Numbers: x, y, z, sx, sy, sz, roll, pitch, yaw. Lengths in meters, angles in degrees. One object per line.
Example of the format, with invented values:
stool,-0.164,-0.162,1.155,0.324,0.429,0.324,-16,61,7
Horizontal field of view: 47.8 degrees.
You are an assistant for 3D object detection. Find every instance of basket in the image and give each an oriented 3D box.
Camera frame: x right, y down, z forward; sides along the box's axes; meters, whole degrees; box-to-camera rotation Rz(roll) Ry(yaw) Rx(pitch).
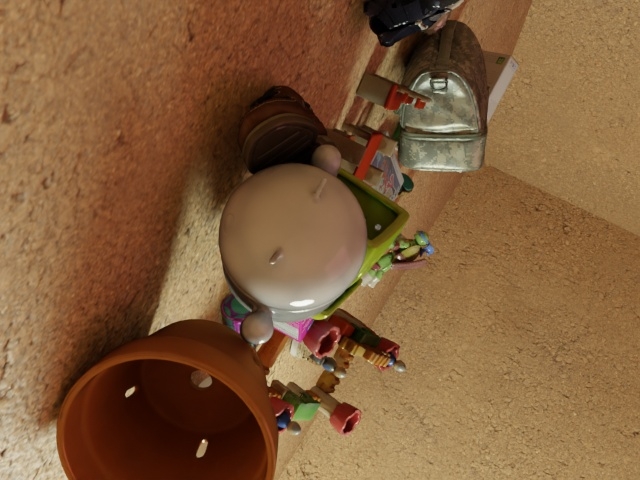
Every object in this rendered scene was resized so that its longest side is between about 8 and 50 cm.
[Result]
basket,-0.010,0.266,2.066,0.113,0.103,0.167,-52,163,-40

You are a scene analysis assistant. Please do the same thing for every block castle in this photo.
block castle,0.021,0.341,1.831,0.303,0.212,0.453,-60,148,2

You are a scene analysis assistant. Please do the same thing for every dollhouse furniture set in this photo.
dollhouse furniture set,0.110,-0.205,1.507,0.259,0.135,0.262,-66,166,17

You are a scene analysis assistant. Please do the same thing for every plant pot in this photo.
plant pot,0.000,0.000,1.334,0.207,0.228,0.227,-62,168,26
plant pot,-0.192,0.241,1.022,0.203,0.290,0.291,-75,-173,-69

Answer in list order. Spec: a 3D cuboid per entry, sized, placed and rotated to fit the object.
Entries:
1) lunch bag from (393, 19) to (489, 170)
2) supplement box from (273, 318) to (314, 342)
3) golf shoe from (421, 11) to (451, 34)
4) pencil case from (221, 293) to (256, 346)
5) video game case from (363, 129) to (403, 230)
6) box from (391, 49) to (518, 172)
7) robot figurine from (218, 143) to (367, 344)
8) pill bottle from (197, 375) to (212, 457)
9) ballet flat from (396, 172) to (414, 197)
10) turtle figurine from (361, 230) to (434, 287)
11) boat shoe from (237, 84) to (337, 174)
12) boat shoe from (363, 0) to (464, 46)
lunch bag,0.285,-0.339,1.667,0.305,0.212,0.256,-70,162,-50
supplement box,-0.060,0.111,1.555,0.111,0.113,0.220,-56,167,-27
golf shoe,0.261,-0.545,1.602,0.176,0.069,0.086,-63,147,-8
pencil case,-0.155,0.158,1.389,0.152,0.064,0.070,96,1,-57
video game case,0.149,-0.144,1.827,0.201,0.023,0.183,-61,144,-31
box,0.348,-0.357,1.914,0.058,0.232,0.322,31,88,-47
robot figurine,-0.043,0.009,1.039,0.353,0.199,0.300,117,-8,-78
pill bottle,-0.212,0.417,1.438,0.181,0.181,0.323,-46,158,-50
ballet flat,0.221,-0.161,2.202,0.073,0.080,0.232,-37,174,22
turtle figurine,0.207,0.014,2.394,0.266,0.274,0.198,-45,-167,12
boat shoe,-0.063,-0.161,1.029,0.110,0.104,0.307,-30,174,8
boat shoe,0.156,-0.438,1.319,0.158,0.127,0.340,-29,-169,13
